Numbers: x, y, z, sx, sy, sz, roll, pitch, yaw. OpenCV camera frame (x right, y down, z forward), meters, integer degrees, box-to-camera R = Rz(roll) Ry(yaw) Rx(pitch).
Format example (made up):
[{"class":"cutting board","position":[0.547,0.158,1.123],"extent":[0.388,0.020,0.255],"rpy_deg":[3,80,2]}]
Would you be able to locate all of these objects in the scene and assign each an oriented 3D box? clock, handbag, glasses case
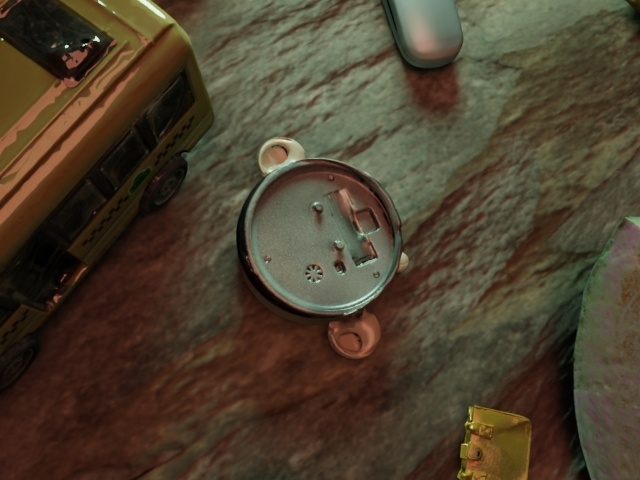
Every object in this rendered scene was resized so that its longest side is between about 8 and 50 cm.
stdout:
[{"class":"clock","position":[0.000,0.000,0.546],"extent":[0.156,0.063,0.229],"rpy_deg":[-20,80,-10]},{"class":"handbag","position":[0.158,0.198,0.533],"extent":[0.061,0.027,0.083],"rpy_deg":[13,72,-3]},{"class":"glasses case","position":[0.103,-0.271,0.635],"extent":[0.067,0.045,0.178],"rpy_deg":[-12,78,-9]}]

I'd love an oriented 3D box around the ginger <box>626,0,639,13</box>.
[{"class":"ginger","position":[0.437,-0.266,0.662],"extent":[0.190,0.068,0.095],"rpy_deg":[5,50,-5]}]

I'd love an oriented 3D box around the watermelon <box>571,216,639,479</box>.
[{"class":"watermelon","position":[0.385,0.166,0.492],"extent":[0.222,0.319,0.292],"rpy_deg":[-5,117,-36]}]

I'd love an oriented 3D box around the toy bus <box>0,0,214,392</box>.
[{"class":"toy bus","position":[-0.257,-0.039,0.455],"extent":[0.177,0.202,0.365],"rpy_deg":[35,75,2]}]
